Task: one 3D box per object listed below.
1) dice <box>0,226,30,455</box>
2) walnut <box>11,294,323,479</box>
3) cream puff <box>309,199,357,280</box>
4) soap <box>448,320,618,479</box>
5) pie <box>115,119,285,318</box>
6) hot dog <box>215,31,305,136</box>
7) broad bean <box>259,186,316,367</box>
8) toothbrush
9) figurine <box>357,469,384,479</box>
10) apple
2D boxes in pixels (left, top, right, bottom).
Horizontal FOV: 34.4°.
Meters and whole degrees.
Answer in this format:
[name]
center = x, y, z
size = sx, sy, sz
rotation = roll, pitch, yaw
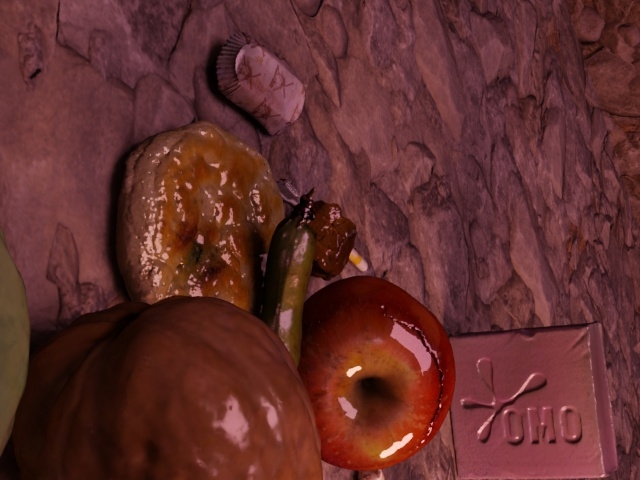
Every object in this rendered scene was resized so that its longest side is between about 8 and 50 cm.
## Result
[dice]
center = -0.396, 0.064, 0.600
size = 0.322, 0.330, 0.318
rotation = -62, 140, -46
[walnut]
center = -0.143, 0.227, 1.022
size = 0.306, 0.306, 0.343
rotation = -48, 124, -53
[cream puff]
center = 0.000, 0.000, 1.542
size = 0.116, 0.094, 0.122
rotation = -55, 165, -47
[soap]
center = 0.394, 0.302, 1.951
size = 0.107, 0.296, 0.285
rotation = 3, 79, -60
[pie]
center = -0.143, 0.011, 1.301
size = 0.337, 0.075, 0.337
rotation = 15, 72, -58
[hot dog]
center = -0.085, -0.224, 1.477
size = 0.191, 0.059, 0.108
rotation = 35, 67, -57
[broad bean]
center = -0.049, 0.095, 1.336
size = 0.077, 0.061, 0.339
rotation = -90, -172, -82
[toothbrush]
center = 0.009, -0.020, 1.624
size = 0.288, 0.024, 0.021
rotation = 43, 46, -48
[figurine]
center = 0.075, 0.397, 1.629
size = 0.050, 0.047, 0.083
rotation = -41, 127, -39
[apple]
center = 0.063, 0.184, 1.456
size = 0.206, 0.252, 0.271
rotation = -91, 156, -79
